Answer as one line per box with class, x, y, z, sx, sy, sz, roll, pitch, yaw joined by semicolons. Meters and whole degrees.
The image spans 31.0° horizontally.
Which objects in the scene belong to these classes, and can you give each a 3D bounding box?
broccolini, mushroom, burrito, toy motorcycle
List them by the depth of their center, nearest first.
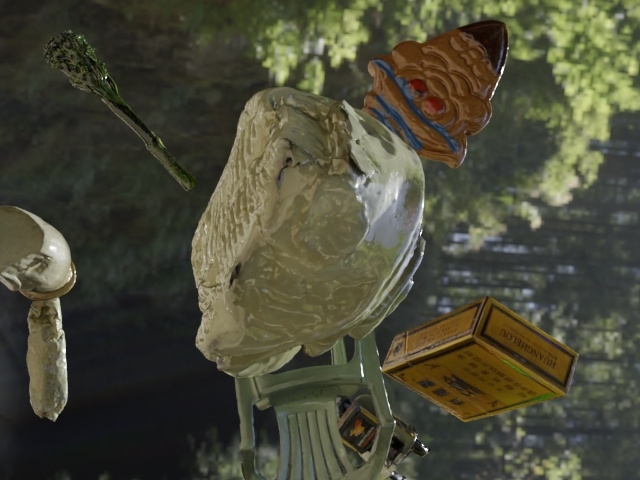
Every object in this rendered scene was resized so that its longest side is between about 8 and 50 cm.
broccolini;-0.228;-0.152;1.348;0.051;0.239;0.054;-43;-176;17
mushroom;-0.367;0.020;1.446;0.247;0.108;0.096;67;10;-77
burrito;-0.410;0.178;1.725;0.045;0.058;0.188;-157;-115;-79
toy motorcycle;0.085;0.303;1.830;0.091;0.157;0.263;-53;-177;-1

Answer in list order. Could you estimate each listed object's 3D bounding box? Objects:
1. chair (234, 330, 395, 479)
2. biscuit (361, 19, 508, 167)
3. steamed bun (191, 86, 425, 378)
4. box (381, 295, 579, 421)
chair;-0.017;0.208;1.552;0.190;0.203;0.274;100;-18;-66
biscuit;0.148;-0.191;1.504;0.280;0.183;0.043;-43;170;-8
steamed bun;0.000;0.000;1.327;0.394;0.238;0.346;150;-47;-68
box;0.259;0.206;1.932;0.301;0.193;0.084;-33;-152;59
